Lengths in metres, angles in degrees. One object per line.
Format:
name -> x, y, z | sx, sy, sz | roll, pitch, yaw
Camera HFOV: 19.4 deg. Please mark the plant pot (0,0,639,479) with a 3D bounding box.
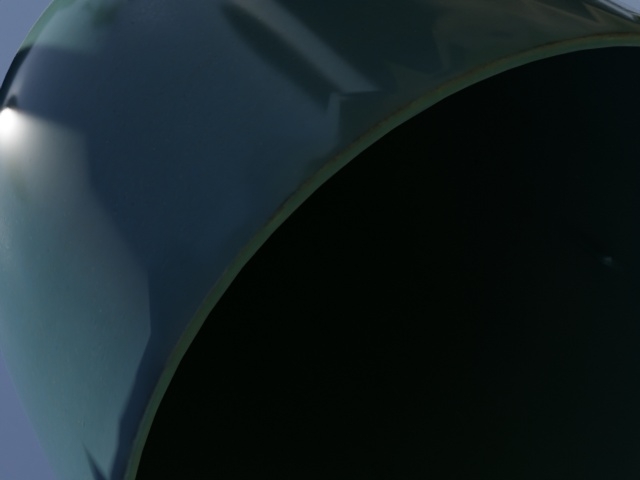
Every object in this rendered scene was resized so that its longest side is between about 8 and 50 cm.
plant pot -> 0.000, 0.000, 0.733 | 0.293, 0.293, 0.235 | 37, -175, -47
